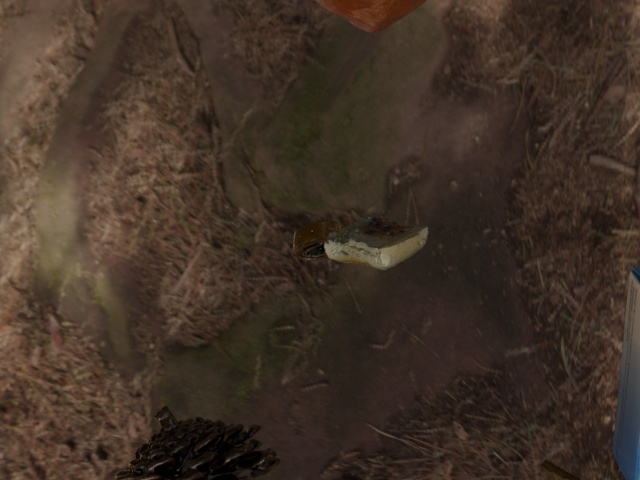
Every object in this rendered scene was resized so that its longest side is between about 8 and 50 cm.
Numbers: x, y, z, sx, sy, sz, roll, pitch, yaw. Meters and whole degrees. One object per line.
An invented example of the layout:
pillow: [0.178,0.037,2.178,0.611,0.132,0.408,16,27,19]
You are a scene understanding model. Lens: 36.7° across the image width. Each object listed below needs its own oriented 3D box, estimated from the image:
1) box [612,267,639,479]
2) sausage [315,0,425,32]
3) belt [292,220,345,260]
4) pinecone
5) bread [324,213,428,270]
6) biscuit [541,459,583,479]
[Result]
box: [0.332,0.119,0.819,0.139,0.073,0.194,-3,115,0]
sausage: [0.050,-0.231,0.528,0.133,0.258,0.133,13,45,-13]
belt: [0.000,0.000,1.293,0.083,0.059,0.036,-23,55,45]
pinecone: [-0.153,0.376,1.357,0.244,0.244,0.309,-29,77,6]
bread: [0.052,0.002,0.907,0.083,0.070,0.035,16,122,46]
biscuit: [0.301,0.289,1.133,0.082,0.092,0.016,37,83,-4]
